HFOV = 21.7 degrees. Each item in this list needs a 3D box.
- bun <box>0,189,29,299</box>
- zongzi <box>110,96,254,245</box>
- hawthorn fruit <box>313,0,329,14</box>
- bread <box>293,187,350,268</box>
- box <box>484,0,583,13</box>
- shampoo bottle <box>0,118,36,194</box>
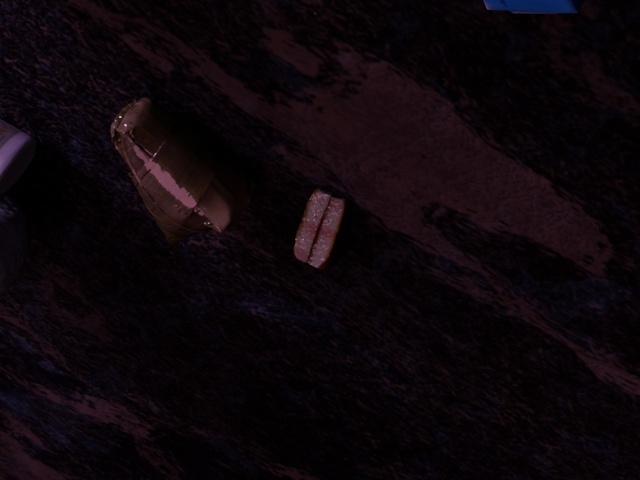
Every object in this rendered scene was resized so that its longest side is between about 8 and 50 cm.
[{"bbox_3d":[-0.502,-0.011,1.876,0.362,0.211,0.362,25,-173,-3],"label":"bun"},{"bbox_3d":[-0.168,-0.067,1.717,0.160,0.078,0.176,47,152,-15],"label":"zongzi"},{"bbox_3d":[0.028,-0.207,1.269,0.067,0.103,0.067,31,173,5],"label":"hawthorn fruit"},{"bbox_3d":[0.000,0.000,1.665,0.043,0.062,0.109,24,154,13],"label":"bread"},{"bbox_3d":[0.129,-0.259,1.045,0.073,0.139,0.194,8,143,36],"label":"box"},{"bbox_3d":[-0.433,-0.134,1.859,0.227,0.086,0.056,30,137,7],"label":"shampoo bottle"}]
